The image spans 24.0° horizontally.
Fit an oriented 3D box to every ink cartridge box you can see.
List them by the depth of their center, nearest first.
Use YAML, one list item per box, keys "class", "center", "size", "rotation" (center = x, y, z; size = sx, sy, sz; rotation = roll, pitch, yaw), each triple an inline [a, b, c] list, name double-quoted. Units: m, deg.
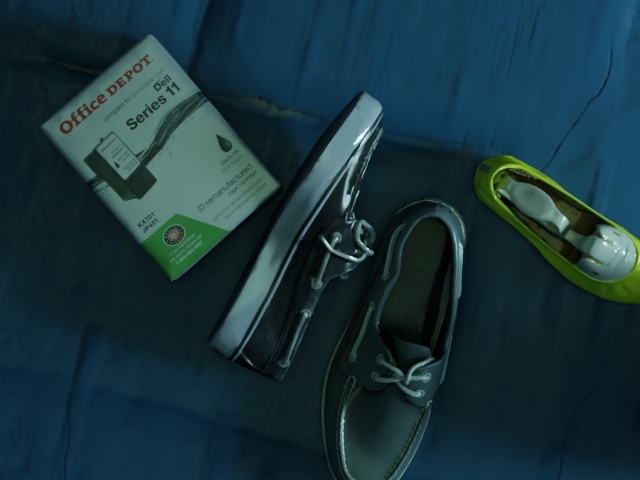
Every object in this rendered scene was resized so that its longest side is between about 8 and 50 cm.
- class: "ink cartridge box"
  center: [-0.161, -0.084, 1.533]
  size: [0.153, 0.087, 0.208]
  rotation: [-41, 89, -1]

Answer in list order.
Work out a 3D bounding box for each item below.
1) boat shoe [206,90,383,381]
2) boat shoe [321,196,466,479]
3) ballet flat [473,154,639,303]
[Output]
- class: "boat shoe"
  center: [0.000, 0.001, 1.523]
  size: [0.105, 0.113, 0.306]
  rotation: [28, 92, -7]
- class: "boat shoe"
  center: [0.074, 0.111, 1.527]
  size: [0.116, 0.099, 0.320]
  rotation: [16, 90, -1]
- class: "ballet flat"
  center: [0.256, -0.008, 1.540]
  size: [0.231, 0.077, 0.077]
  rotation: [36, 89, 0]
